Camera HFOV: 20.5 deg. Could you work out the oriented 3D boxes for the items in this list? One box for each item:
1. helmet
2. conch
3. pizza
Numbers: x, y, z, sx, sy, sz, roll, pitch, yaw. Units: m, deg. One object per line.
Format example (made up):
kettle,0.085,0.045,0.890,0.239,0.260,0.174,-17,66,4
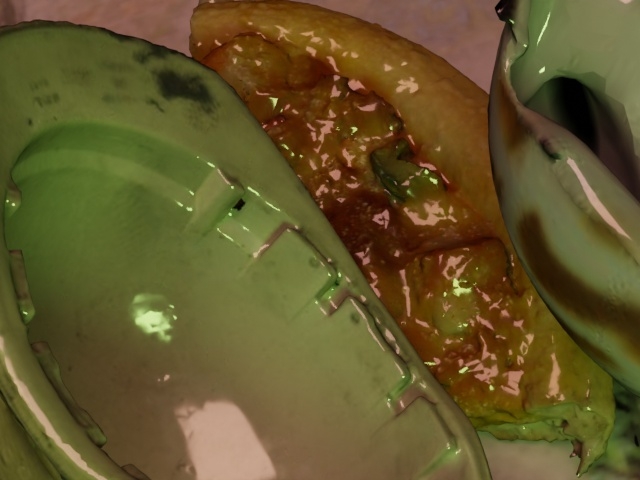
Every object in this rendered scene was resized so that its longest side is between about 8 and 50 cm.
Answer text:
helmet,-0.067,0.063,0.626,0.137,0.204,0.257,-44,67,29
conch,0.169,0.010,0.637,0.182,0.149,0.275,-29,67,-21
pizza,0.000,0.000,0.741,0.197,0.058,0.292,-35,60,-5
